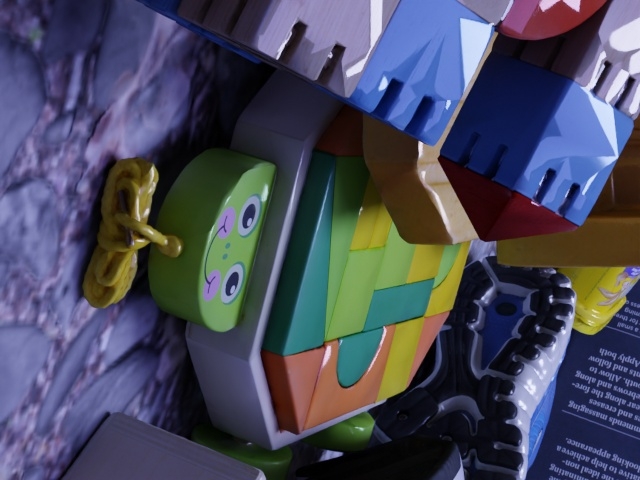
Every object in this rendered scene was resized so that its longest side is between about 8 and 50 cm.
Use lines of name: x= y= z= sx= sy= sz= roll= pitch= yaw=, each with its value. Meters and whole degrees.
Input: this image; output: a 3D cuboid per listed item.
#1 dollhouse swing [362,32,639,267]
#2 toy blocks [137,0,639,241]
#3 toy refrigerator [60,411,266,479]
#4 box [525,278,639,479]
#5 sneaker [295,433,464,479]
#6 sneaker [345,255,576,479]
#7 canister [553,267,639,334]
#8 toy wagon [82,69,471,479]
dollhouse swing: x=0.202 y=-0.154 z=0.706 sx=0.305 sy=0.315 sz=0.346 roll=-17 pitch=107 yaw=-76
toy blocks: x=0.032 y=-0.160 z=0.484 sx=0.381 sy=0.191 sz=0.261 roll=24 pitch=95 yaw=-42
toy refrigerator: x=-0.069 y=0.216 z=0.695 sx=0.102 sy=0.094 sz=0.269 roll=-55 pitch=153 yaw=-35
box: x=0.370 y=0.264 z=1.597 sx=0.395 sy=0.212 sz=0.293 roll=-69 pitch=158 yaw=-5
sneaker: x=0.041 y=0.212 z=0.771 sx=0.295 sy=0.124 sz=0.178 roll=58 pitch=16 yaw=-85
sneaker: x=0.110 y=0.168 z=1.029 sx=0.330 sy=0.130 sz=0.147 roll=-54 pitch=150 yaw=-37
canister: x=0.298 y=-0.001 z=1.331 sx=0.170 sy=0.073 sz=0.126 roll=-57 pitch=165 yaw=23
toy wagon: x=0.000 y=0.000 z=0.720 sx=0.344 sy=0.068 sz=0.267 roll=-7 pitch=113 yaw=-66
